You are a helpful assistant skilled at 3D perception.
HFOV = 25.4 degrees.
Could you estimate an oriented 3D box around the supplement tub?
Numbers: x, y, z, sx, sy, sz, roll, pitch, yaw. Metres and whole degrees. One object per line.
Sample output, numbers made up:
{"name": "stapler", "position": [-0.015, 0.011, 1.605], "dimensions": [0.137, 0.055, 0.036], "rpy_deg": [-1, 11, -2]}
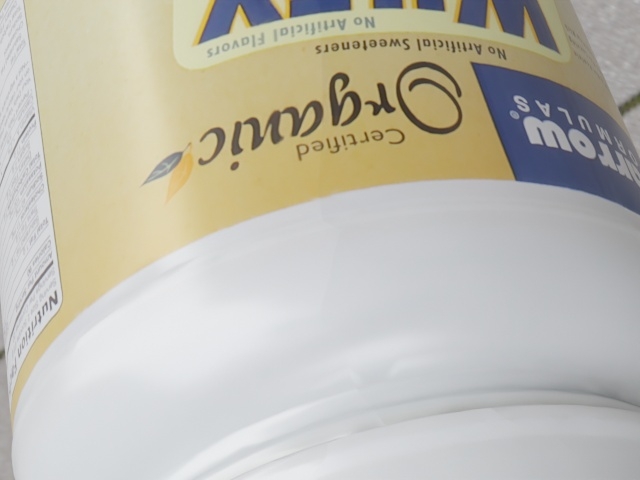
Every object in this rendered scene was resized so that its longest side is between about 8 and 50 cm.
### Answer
{"name": "supplement tub", "position": [0.000, 0.000, 0.504], "dimensions": [0.228, 0.228, 0.316], "rpy_deg": [-35, 51, 27]}
